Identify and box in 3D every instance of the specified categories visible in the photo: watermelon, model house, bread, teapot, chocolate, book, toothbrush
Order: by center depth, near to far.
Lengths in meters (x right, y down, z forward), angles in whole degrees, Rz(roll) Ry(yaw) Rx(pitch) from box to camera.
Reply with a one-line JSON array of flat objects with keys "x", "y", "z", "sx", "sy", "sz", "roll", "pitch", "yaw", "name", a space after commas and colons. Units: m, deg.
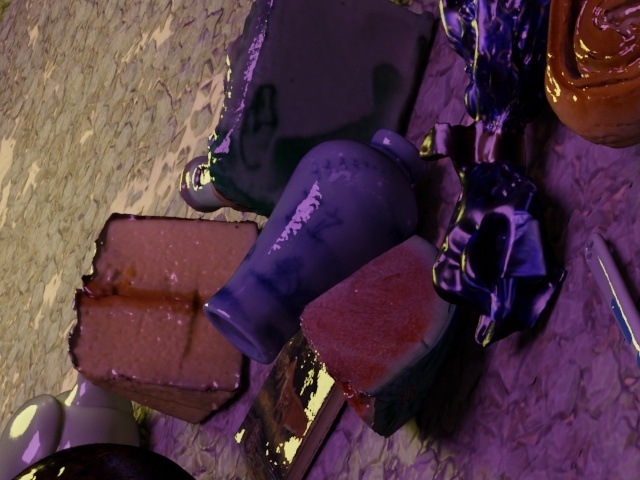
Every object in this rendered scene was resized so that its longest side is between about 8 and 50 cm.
[{"x": 0.263, "y": 0.103, "z": 1.380, "sx": 0.040, "sy": 0.040, "sz": 0.386, "roll": -57, "pitch": 24, "yaw": 24, "name": "toothbrush"}, {"x": 0.267, "y": -0.187, "z": 1.482, "sx": 0.198, "sy": 0.120, "sz": 0.236, "roll": -29, "pitch": 46, "yaw": 52, "name": "bread"}, {"x": 0.157, "y": -0.068, "z": 1.641, "sx": 0.148, "sy": 0.126, "sz": 0.343, "roll": -2, "pitch": 73, "yaw": 23, "name": "chocolate"}, {"x": 0.080, "y": 0.087, "z": 1.684, "sx": 0.146, "sy": 0.128, "sz": 0.231, "roll": -39, "pitch": 31, "yaw": 4, "name": "watermelon"}, {"x": -0.017, "y": 0.154, "z": 1.902, "sx": 0.228, "sy": 0.024, "sz": 0.160, "roll": -62, "pitch": 24, "yaw": 16, "name": "book"}, {"x": -0.058, "y": -0.141, "z": 2.024, "sx": 0.325, "sy": 0.194, "sz": 0.267, "roll": -2, "pitch": 70, "yaw": 67, "name": "model house"}, {"x": -0.182, "y": 0.070, "z": 2.114, "sx": 0.135, "sy": 0.178, "sz": 0.240, "roll": -39, "pitch": 37, "yaw": 49, "name": "bread"}, {"x": -0.301, "y": 0.220, "z": 2.269, "sx": 0.220, "sy": 0.149, "sz": 0.318, "roll": -15, "pitch": 55, "yaw": 55, "name": "teapot"}]

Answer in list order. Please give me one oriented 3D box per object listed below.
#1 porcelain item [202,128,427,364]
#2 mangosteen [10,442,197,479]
[{"x": 0.000, "y": 0.000, "z": 1.797, "sx": 0.259, "sy": 0.141, "sz": 0.141, "roll": -47, "pitch": 21, "yaw": -16, "name": "porcelain item"}, {"x": -0.223, "y": 0.351, "z": 1.904, "sx": 0.288, "sy": 0.288, "sz": 0.288, "roll": -44, "pitch": 35, "yaw": 42, "name": "mangosteen"}]
